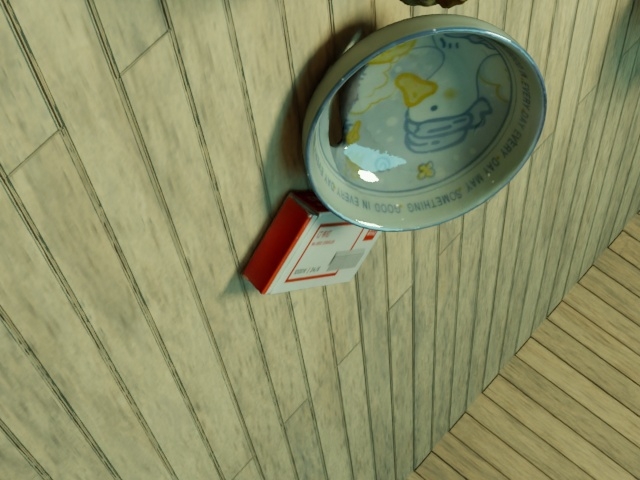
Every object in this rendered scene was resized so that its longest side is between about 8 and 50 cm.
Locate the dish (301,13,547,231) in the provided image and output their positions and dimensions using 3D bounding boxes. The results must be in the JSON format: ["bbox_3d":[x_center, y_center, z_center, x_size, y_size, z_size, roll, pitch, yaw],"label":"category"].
[{"bbox_3d":[0.097,-0.152,1.403,0.273,0.134,0.273,-12,134,-12],"label":"dish"}]

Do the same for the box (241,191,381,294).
[{"bbox_3d":[0.000,0.000,1.542,0.123,0.050,0.229,-59,159,16],"label":"box"}]

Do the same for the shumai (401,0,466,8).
[{"bbox_3d":[0.100,-0.344,0.964,0.283,0.217,0.346,-49,157,-7],"label":"shumai"}]
